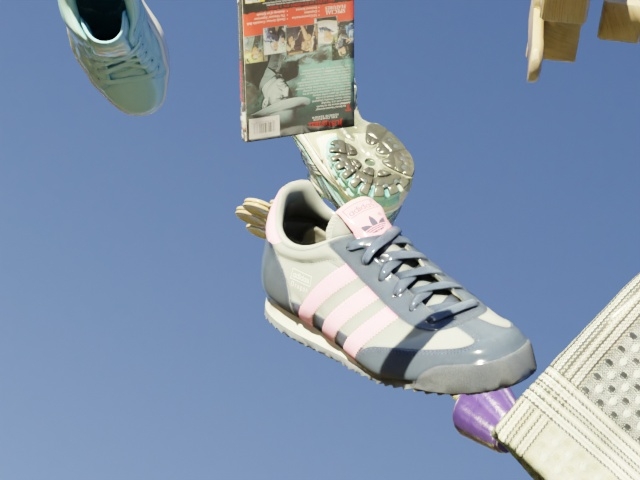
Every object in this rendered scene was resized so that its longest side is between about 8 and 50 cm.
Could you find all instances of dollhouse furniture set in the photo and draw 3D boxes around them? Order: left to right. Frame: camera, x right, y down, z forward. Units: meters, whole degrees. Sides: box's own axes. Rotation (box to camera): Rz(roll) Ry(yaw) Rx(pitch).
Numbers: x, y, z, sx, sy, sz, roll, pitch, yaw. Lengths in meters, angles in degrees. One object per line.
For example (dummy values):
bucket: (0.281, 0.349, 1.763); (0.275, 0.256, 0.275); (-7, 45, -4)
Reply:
dollhouse furniture set: (0.392, -0.271, 1.732); (0.355, 0.174, 0.303); (7, -52, 2)

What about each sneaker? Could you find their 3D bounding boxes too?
sneaker: (-0.300, -0.289, 2.492); (0.135, 0.150, 0.366); (-12, -46, 8)
sneaker: (0.003, -0.113, 2.052); (0.122, 0.110, 0.283); (100, -32, -48)
sneaker: (0.053, 0.037, 1.517); (0.319, 0.112, 0.131); (19, -61, 47)

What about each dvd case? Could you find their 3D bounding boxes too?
dvd case: (-0.017, -0.132, 1.276); (0.013, 0.087, 0.119); (-136, -141, -59)

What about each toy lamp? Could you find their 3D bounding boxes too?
toy lamp: (0.143, 0.153, 2.032); (0.274, 0.080, 0.080); (40, -16, 50)

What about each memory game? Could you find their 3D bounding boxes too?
memory game: (0.000, 0.000, 1.822); (0.186, 0.012, 0.186); (21, -15, 6)

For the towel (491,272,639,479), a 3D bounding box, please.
towel: (0.373, 0.183, 1.652); (0.324, 0.312, 0.056); (45, -6, 5)
